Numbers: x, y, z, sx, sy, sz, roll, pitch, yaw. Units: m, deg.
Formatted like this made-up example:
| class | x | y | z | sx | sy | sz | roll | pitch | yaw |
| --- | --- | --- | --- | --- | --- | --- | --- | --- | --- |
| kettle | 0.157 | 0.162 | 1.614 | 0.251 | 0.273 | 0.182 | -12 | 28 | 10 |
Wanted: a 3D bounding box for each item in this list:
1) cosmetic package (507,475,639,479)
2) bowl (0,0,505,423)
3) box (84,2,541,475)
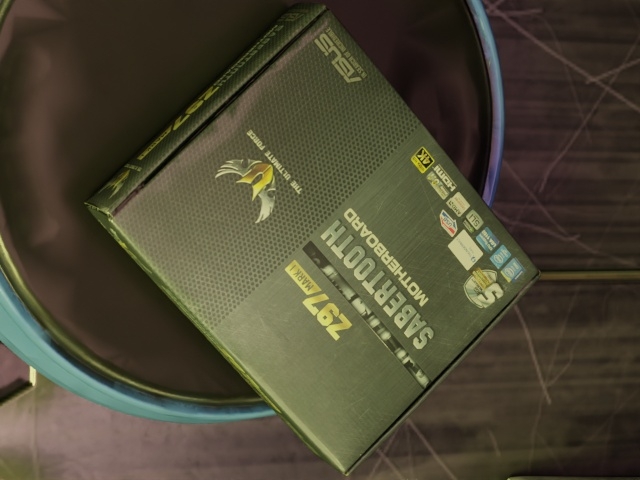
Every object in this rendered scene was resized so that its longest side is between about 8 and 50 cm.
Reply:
| class | x | y | z | sx | sy | sz | roll | pitch | yaw |
| --- | --- | --- | --- | --- | --- | --- | --- | --- | --- |
| cosmetic package | 0.325 | 0.290 | 1.248 | 0.385 | 0.156 | 0.217 | 2 | 95 | -22 |
| bowl | -0.058 | -0.070 | 1.079 | 0.391 | 0.077 | 0.391 | -3 | 99 | -22 |
| box | 0.000 | 0.000 | 1.039 | 0.183 | 0.059 | 0.233 | -44 | 111 | -10 |
